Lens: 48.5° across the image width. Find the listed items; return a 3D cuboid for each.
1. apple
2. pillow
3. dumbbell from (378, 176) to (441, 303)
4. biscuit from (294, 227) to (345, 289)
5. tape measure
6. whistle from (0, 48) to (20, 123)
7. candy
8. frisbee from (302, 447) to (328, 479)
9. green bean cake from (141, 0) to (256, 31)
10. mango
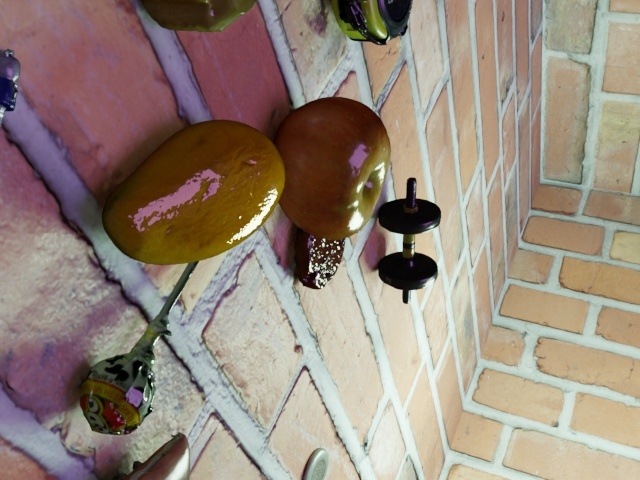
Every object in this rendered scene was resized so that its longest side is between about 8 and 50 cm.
[{"bbox_3d":[0.012,-0.118,1.155,0.210,0.173,0.234,-24,132,-65],"label":"apple"},{"bbox_3d":[-0.236,0.368,0.949,0.171,0.075,0.179,-29,129,-66],"label":"pillow"},{"bbox_3d":[0.205,0.007,1.644,0.143,0.143,0.325,-44,139,-51],"label":"dumbbell"},{"bbox_3d":[0.000,0.000,1.324,0.192,0.050,0.191,9,90,-72],"label":"biscuit"},{"bbox_3d":[0.084,-0.435,1.234,0.199,0.112,0.186,-44,132,-42],"label":"tape measure"},{"bbox_3d":[-0.295,-0.137,0.658,0.033,0.029,0.083,66,33,-75],"label":"whistle"},{"bbox_3d":[-0.209,0.112,0.917,0.305,0.083,0.091,-66,152,-42],"label":"candy"},{"bbox_3d":[-0.010,0.513,1.568,0.110,0.014,0.110,-39,135,-53],"label":"frisbee"},{"bbox_3d":[-0.125,-0.381,0.793,0.236,0.124,0.233,-62,150,-31],"label":"green bean cake"},{"bbox_3d":[-0.149,-0.060,0.896,0.317,0.119,0.176,-34,139,-50],"label":"mango"}]
